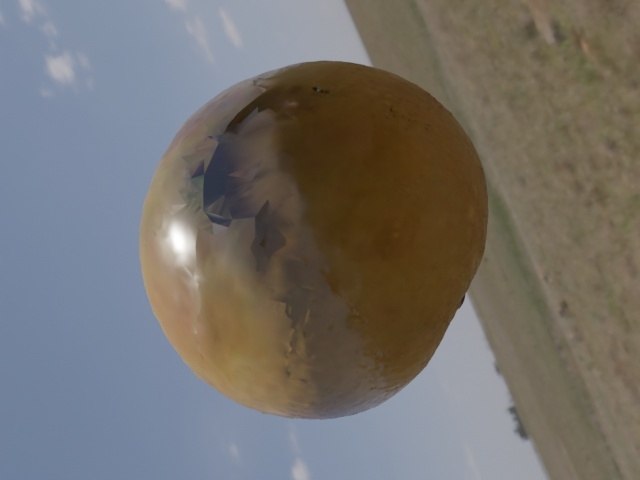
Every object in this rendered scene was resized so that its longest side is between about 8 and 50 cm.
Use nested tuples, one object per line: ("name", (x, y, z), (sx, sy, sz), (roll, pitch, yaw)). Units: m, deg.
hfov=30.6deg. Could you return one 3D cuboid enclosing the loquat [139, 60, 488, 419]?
("loquat", (0.000, 0.000, 0.847), (0.263, 0.263, 0.263), (-23, -90, -83))
